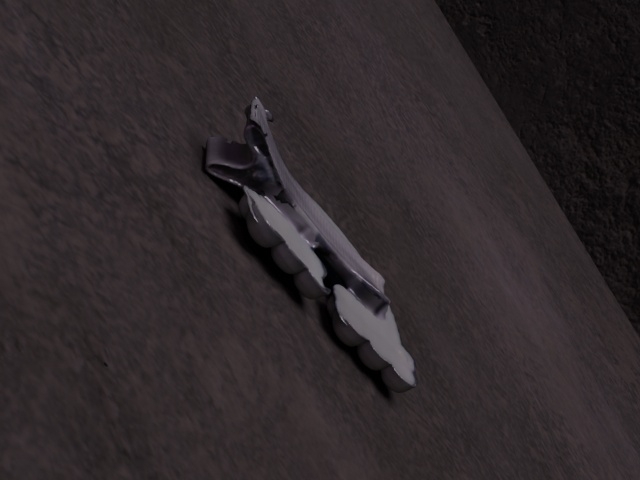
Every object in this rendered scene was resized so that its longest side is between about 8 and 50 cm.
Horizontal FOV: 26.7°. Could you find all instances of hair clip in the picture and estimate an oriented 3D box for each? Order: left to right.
[{"bbox_3d":[0.000,0.000,0.964,0.220,0.054,0.140,50,12,-24],"label":"hair clip"}]
